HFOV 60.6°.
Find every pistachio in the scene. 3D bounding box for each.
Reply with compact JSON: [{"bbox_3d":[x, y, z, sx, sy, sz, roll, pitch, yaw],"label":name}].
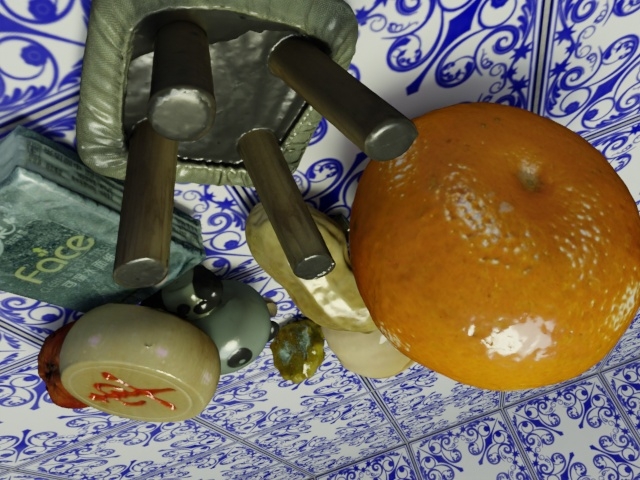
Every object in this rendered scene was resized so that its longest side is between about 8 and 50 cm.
[{"bbox_3d":[0.135,0.126,1.089,0.229,0.238,0.321,14,115,-48],"label":"pistachio"}]

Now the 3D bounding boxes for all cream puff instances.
[{"bbox_3d":[-0.041,0.254,1.287,0.146,0.146,0.116,-40,159,29],"label":"cream puff"}]

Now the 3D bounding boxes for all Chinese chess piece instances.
[{"bbox_3d":[-0.286,0.204,0.877,0.250,0.097,0.251,4,141,4],"label":"Chinese chess piece"}]

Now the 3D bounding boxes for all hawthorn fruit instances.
[{"bbox_3d":[-0.431,0.222,1.026,0.179,0.173,0.174,-32,156,-31],"label":"hawthorn fruit"}]

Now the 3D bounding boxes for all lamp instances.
[{"bbox_3d":[-0.199,0.142,0.999,0.197,0.198,0.244,-23,138,6],"label":"lamp"}]

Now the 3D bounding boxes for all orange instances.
[{"bbox_3d":[0.239,0.011,0.803,0.423,0.424,0.326,-8,151,-17],"label":"orange"}]

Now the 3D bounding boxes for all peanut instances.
[{"bbox_3d":[0.001,0.048,0.918,0.147,0.147,0.306,-33,108,21],"label":"peanut"}]

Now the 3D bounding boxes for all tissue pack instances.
[{"bbox_3d":[-0.350,-0.004,0.770,0.227,0.103,0.315,-32,146,18],"label":"tissue pack"}]

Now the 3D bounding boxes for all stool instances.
[{"bbox_3d":[-0.101,-0.116,0.623,0.310,0.226,0.310,1,139,-28],"label":"stool"}]

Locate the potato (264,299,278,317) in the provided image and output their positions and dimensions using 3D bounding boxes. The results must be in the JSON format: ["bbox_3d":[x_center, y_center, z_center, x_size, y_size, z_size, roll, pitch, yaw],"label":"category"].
[{"bbox_3d":[-0.124,0.143,1.168,0.037,0.036,0.093,-66,156,4],"label":"potato"}]

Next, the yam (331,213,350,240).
[{"bbox_3d":[0.000,0.000,1.000,0.132,0.054,0.054,-30,146,15],"label":"yam"}]
